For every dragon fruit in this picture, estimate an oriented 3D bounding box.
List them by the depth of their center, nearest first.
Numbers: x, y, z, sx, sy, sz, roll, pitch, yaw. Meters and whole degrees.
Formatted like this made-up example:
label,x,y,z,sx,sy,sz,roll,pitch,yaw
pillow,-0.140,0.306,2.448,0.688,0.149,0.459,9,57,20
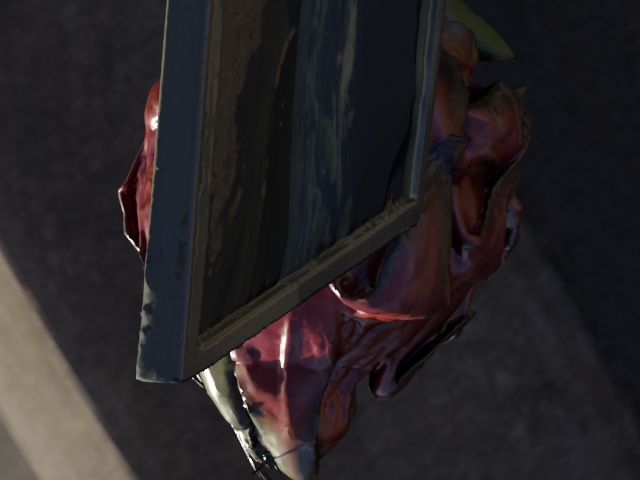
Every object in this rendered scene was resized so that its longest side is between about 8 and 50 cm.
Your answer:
label,x,y,z,sx,sy,sz,roll,pitch,yaw
dragon fruit,0.000,0.000,1.027,0.234,0.234,0.293,3,78,42

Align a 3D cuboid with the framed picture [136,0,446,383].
label,x,y,z,sx,sy,sz,roll,pitch,yaw
framed picture,-0.001,-0.072,0.646,0.023,0.260,0.189,10,105,17
